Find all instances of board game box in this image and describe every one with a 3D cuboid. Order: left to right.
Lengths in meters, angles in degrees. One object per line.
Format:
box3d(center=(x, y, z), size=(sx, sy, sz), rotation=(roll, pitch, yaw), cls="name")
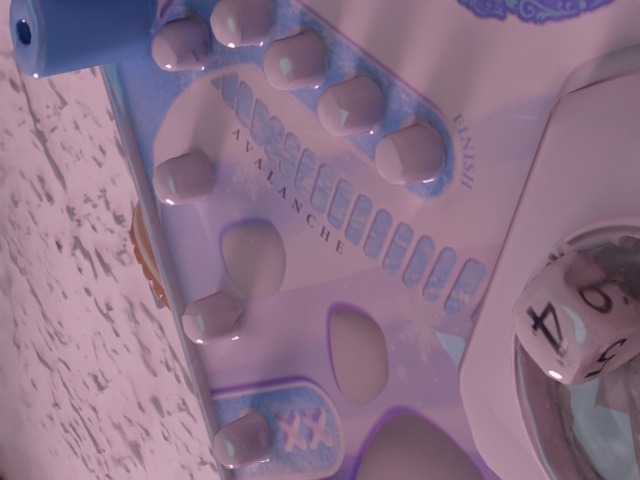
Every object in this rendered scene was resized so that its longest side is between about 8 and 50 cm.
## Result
box3d(center=(0.073, 0.035, 0.379), size=(0.390, 0.050, 0.390), rotation=(-15, 92, 51), cls="board game box")

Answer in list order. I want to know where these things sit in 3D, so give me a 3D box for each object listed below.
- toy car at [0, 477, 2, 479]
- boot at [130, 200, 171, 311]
box3d(center=(-0.210, 0.239, 0.937), size=(0.188, 0.149, 0.155), rotation=(54, 136, 11), cls="toy car")
box3d(center=(0.000, 0.000, 0.540), size=(0.158, 0.059, 0.084), rotation=(34, 129, 37), cls="boot")
